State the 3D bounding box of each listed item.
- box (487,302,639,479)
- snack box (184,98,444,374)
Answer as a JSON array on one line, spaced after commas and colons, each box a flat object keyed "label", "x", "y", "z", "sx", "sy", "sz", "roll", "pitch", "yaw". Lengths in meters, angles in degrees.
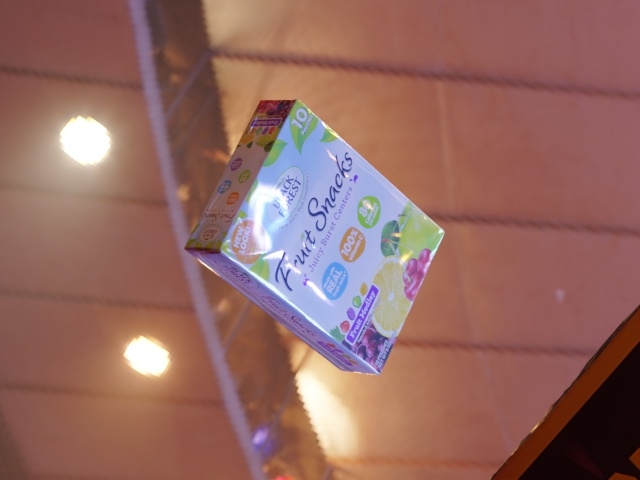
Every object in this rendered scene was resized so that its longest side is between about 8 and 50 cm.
[{"label": "box", "x": 0.156, "y": 0.049, "z": 0.591, "sx": 0.079, "sy": 0.257, "sz": 0.322, "roll": 46, "pitch": -42, "yaw": 14}, {"label": "snack box", "x": 0.000, "y": 0.000, "z": 0.992, "sx": 0.037, "sy": 0.100, "sz": 0.141, "roll": 1, "pitch": -31, "yaw": 48}]
